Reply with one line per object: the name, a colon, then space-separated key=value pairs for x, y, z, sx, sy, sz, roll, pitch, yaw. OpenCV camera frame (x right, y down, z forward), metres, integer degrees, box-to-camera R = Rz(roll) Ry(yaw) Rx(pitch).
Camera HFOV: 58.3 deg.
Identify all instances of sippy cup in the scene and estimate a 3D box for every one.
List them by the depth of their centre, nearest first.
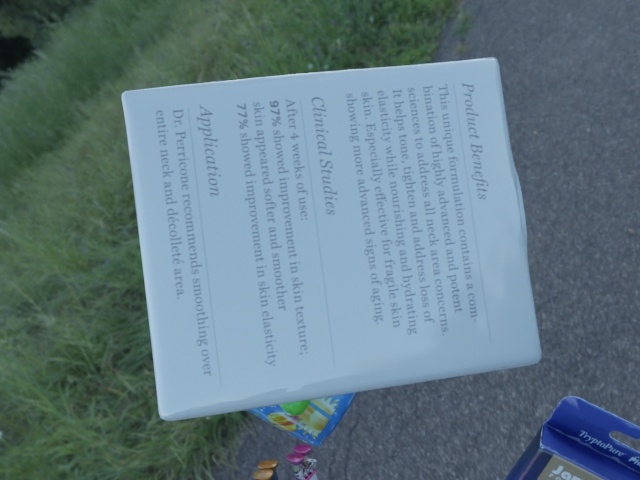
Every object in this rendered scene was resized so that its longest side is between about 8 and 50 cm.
sippy cup: x=-0.049 y=0.306 z=1.219 sx=0.224 sy=0.240 sz=0.305 roll=34 pitch=31 yaw=7

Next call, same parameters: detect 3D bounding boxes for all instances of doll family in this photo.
doll family: x=-0.085 y=0.457 z=0.924 sx=0.118 sy=0.163 sz=0.263 roll=-9 pitch=8 yaw=26

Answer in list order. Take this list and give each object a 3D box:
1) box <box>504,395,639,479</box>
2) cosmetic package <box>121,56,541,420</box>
box: x=0.215 y=0.244 z=0.480 sx=0.136 sy=0.225 sz=0.036 roll=26 pitch=29 yaw=13
cosmetic package: x=0.000 y=0.000 z=0.718 sx=0.393 sy=0.330 sz=0.327 roll=-6 pitch=-3 yaw=-7
